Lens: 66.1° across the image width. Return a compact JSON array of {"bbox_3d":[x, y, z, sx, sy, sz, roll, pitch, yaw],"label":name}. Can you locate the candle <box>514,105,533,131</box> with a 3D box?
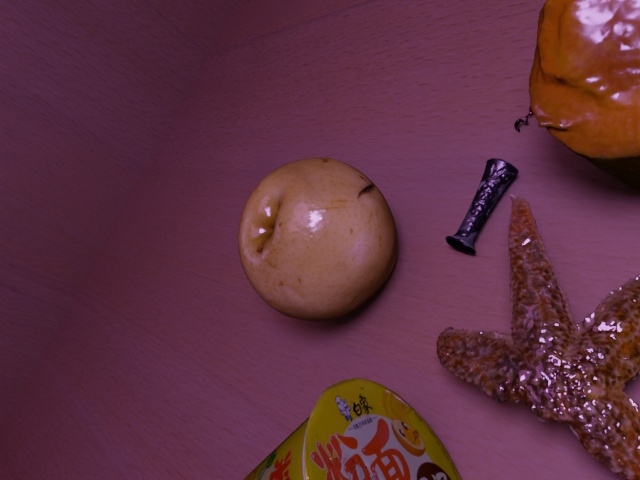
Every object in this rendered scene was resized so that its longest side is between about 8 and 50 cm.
[{"bbox_3d":[0.412,-0.272,0.904,0.167,0.021,0.026,-54,39,0],"label":"candle"}]

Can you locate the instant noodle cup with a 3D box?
[{"bbox_3d":[0.030,0.375,0.649,0.221,0.311,0.311,-43,40,29],"label":"instant noodle cup"}]

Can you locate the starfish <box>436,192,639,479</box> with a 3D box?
[{"bbox_3d":[0.326,0.148,0.636,0.398,0.132,0.384,18,72,45],"label":"starfish"}]

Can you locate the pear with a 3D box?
[{"bbox_3d":[0.000,0.000,0.921,0.309,0.309,0.309,-24,49,31],"label":"pear"}]

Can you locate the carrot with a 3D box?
[{"bbox_3d":[0.433,-0.197,0.629,0.241,0.340,0.242,-36,44,45],"label":"carrot"}]

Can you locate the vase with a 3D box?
[{"bbox_3d":[0.281,-0.059,0.858,0.059,0.059,0.167,22,81,49],"label":"vase"}]
